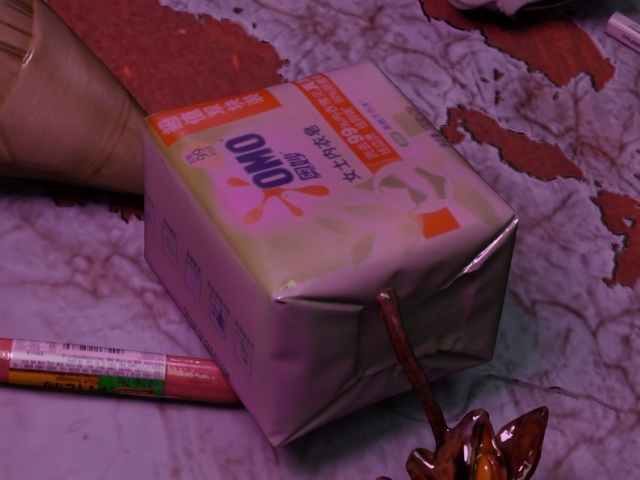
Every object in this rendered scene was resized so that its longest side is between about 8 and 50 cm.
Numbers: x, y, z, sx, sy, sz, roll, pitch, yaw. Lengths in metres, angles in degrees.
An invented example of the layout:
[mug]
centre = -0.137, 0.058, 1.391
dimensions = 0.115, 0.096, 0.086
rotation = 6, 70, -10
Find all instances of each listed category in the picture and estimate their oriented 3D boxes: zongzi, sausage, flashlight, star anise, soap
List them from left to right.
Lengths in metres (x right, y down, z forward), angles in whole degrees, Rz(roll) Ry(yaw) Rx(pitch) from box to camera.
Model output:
[zongzi]
centre = -0.288, -0.228, 0.978
dimensions = 0.418, 0.181, 0.447
rotation = 13, 49, -24
[sausage]
centre = -0.148, 0.084, 0.864
dimensions = 0.223, 0.029, 0.029
rotation = 7, 55, -9
[soap]
centre = 0.000, 0.000, 0.872
dimensions = 0.182, 0.138, 0.199
rotation = -18, 48, -24
[star anise]
centre = 0.097, 0.151, 0.805
dimensions = 0.177, 0.073, 0.234
rotation = 6, 95, -25
[flashlight]
centre = 0.287, -0.169, 1.153
dimensions = 0.083, 0.018, 0.018
rotation = 35, 55, 11

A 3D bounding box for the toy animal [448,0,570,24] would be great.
[toy animal]
centre = 0.176, -0.299, 1.114
dimensions = 0.208, 0.204, 0.156
rotation = -16, 44, -3
